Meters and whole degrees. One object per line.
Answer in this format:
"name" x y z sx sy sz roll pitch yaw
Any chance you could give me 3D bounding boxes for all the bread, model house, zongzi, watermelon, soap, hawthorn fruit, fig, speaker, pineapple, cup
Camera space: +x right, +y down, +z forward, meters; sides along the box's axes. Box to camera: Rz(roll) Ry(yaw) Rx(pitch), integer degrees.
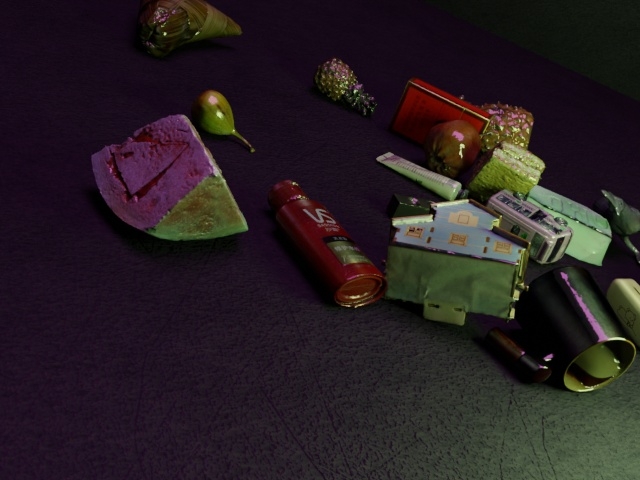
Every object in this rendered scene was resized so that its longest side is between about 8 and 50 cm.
"bread" 0.445 -0.161 2.058 0.138 0.196 0.102 23 69 -2
"model house" 0.255 0.032 1.601 0.270 0.178 0.206 7 33 13
"zongzi" -0.337 -0.554 2.246 0.288 0.134 0.286 21 34 -20
"watermelon" -0.232 -0.116 1.499 0.261 0.201 0.213 1 44 -41
"soap" 0.593 -0.043 2.078 0.230 0.091 0.145 23 29 2
"hawthorn fruit" 0.334 -0.239 2.154 0.149 0.149 0.189 28 36 9
"fig" -0.224 -0.249 1.885 0.166 0.093 0.093 63 30 -9
"speaker" 0.240 -0.062 1.901 0.191 0.046 0.040 9 33 -27
"pineapple" 0.421 -0.328 2.392 0.340 0.169 0.169 16 28 4
"pineapple" 0.074 -0.410 2.328 0.197 0.108 0.108 39 31 4
"cup" 0.437 0.184 1.576 0.166 0.239 0.177 55 9 -44

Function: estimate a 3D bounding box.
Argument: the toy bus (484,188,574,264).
"toy bus" 0.470 -0.031 1.964 0.199 0.096 0.108 36 35 26

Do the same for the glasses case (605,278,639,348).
"glasses case" 0.669 0.158 1.799 0.050 0.083 0.196 -3 34 -15

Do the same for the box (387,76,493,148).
"box" 0.315 -0.310 2.263 0.239 0.153 0.074 28 25 9

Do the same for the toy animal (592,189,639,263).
"toy animal" 0.767 -0.038 2.149 0.206 0.081 0.367 53 11 10

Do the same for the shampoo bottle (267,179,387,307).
"shampoo bottle" 0.000 0.000 1.595 0.118 0.076 0.314 -3 38 -34

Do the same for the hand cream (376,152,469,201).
"hand cream" 0.248 -0.156 2.073 0.234 0.050 0.080 30 30 21
